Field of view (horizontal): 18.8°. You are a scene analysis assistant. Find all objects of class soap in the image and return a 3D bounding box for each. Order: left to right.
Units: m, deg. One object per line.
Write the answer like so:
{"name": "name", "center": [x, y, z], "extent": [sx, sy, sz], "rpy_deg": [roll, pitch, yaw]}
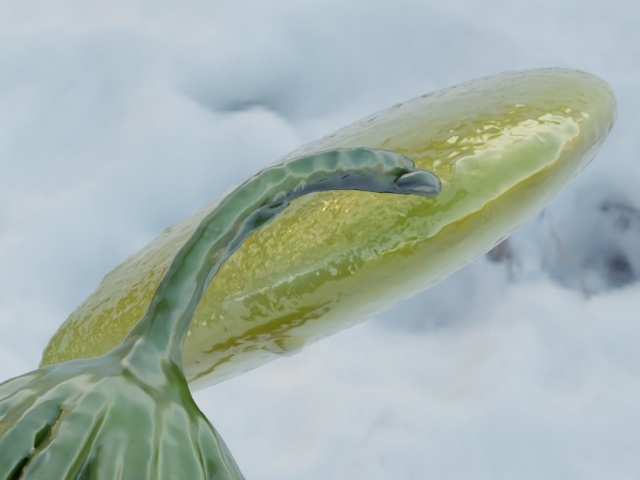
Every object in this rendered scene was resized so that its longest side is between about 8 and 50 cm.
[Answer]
{"name": "soap", "center": [-0.002, -0.003, 1.270], "extent": [0.115, 0.427, 0.306], "rpy_deg": [63, 27, -3]}

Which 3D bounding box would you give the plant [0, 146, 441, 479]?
{"name": "plant", "center": [-0.101, 0.081, 1.008], "extent": [0.251, 0.180, 0.333], "rpy_deg": [27, 60, -28]}
